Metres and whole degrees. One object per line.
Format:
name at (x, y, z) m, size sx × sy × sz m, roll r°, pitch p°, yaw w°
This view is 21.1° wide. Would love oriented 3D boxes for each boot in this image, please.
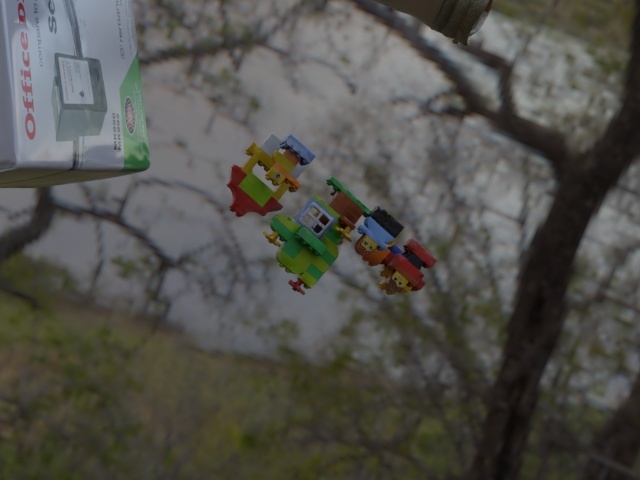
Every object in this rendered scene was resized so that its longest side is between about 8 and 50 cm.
boot at (0.067, -0.225, 1.467) m, size 0.165 × 0.077 × 0.213 m, roll 25°, pitch 2°, yaw -2°

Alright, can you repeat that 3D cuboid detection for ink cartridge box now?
ink cartridge box at (-0.246, -0.149, 1.363) m, size 0.121 × 0.211 × 0.289 m, roll -6°, pitch 1°, yaw 14°

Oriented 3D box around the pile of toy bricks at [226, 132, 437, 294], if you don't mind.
pile of toy bricks at (0.000, 0.000, 1.613) m, size 0.212 × 0.105 × 0.118 m, roll 41°, pitch -8°, yaw -7°
